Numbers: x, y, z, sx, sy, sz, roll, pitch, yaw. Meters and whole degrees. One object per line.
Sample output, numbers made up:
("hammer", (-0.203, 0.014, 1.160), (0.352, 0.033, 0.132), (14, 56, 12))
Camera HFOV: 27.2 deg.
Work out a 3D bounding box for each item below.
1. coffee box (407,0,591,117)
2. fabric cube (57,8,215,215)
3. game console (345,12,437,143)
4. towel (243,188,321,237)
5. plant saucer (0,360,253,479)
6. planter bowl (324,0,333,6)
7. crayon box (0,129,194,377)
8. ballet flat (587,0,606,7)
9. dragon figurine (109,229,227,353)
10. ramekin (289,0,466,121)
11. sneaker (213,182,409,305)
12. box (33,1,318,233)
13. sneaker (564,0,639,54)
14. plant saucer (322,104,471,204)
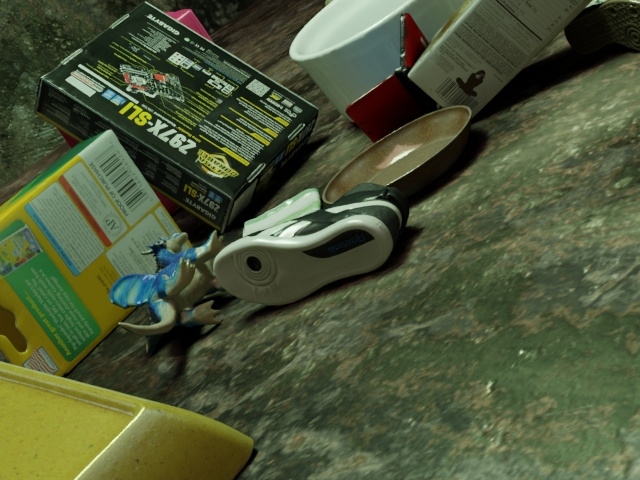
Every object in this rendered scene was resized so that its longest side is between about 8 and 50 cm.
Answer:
("coffee box", (0.229, -0.269, 1.560), (0.246, 0.098, 0.141), (-45, 8, 34))
("fabric cube", (-0.271, -0.197, 2.152), (0.258, 0.254, 0.259), (-38, 17, -10))
("game console", (0.091, -0.202, 1.664), (0.085, 0.124, 0.144), (-4, -15, 18))
("towel", (-0.051, -0.013, 1.607), (0.113, 0.023, 0.152), (-31, 16, 11))
("plant saucer", (-0.277, 0.216, 1.089), (0.333, 0.081, 0.333), (8, 39, 38))
("planter bowl", (0.077, -0.391, 2.234), (0.162, 0.109, 0.162), (-38, 0, 0))
("crayon box", (-0.332, 0.030, 1.687), (0.083, 0.203, 0.323), (-17, 23, 46))
("ballet flat", (0.329, -0.381, 1.765), (0.147, 0.147, 0.409), (-34, 17, -3))
("dragon figurine", (-0.180, 0.068, 1.502), (0.144, 0.085, 0.289), (-24, 18, 29))
("ramekin", (0.106, -0.289, 1.880), (0.277, 0.135, 0.277), (-30, 20, 13))
("sneaker", (0.000, 0.000, 1.395), (0.217, 0.079, 0.121), (-12, 21, 32))
("box", (-0.199, -0.183, 1.877), (0.257, 0.322, 0.079), (-51, -11, -43))
("sneaker", (0.346, -0.254, 1.478), (0.071, 0.066, 0.188), (-37, 17, -17))
("plant saucer", (0.095, -0.087, 1.521), (0.199, 0.036, 0.198), (-31, 16, 10))
